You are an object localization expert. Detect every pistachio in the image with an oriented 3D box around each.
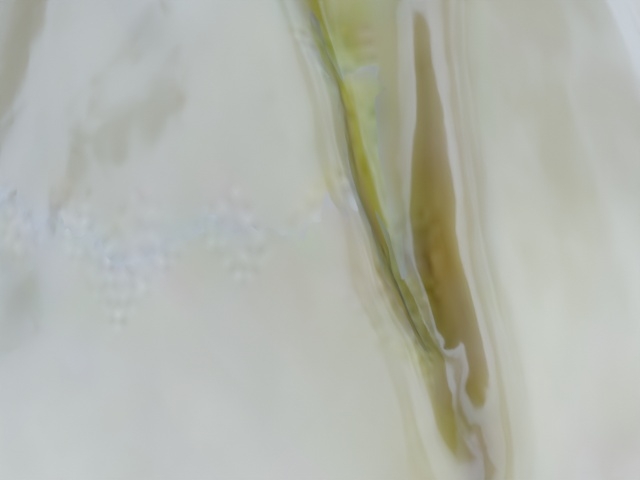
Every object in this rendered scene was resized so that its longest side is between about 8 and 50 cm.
[{"bbox_3d":[0.000,0.000,0.499,0.238,0.229,0.321,115,-32,-67],"label":"pistachio"}]
